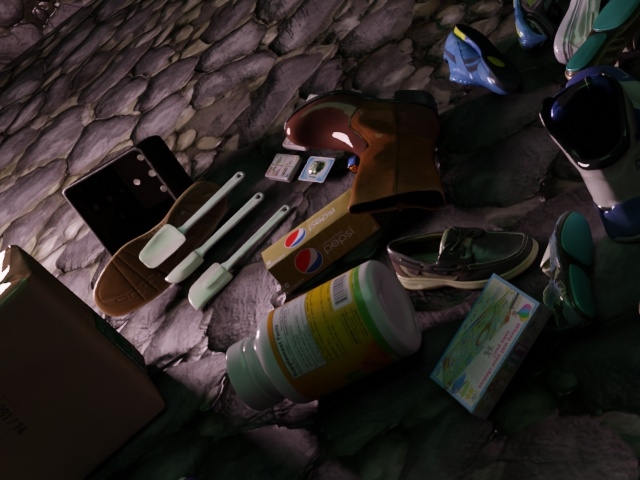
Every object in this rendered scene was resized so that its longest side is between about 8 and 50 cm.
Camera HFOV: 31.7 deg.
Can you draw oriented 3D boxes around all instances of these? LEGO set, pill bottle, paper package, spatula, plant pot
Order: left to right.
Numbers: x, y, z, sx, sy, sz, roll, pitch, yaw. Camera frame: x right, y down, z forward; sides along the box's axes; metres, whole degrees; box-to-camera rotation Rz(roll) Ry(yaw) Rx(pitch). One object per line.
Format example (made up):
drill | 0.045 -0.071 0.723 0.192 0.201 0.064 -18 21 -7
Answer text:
paper package | -0.459 0.219 1.726 0.309 0.325 0.168 -41 30 0
plant pot | -0.346 -0.095 2.167 0.188 0.187 0.167 -28 20 20
spatula | -0.181 -0.011 1.949 0.168 0.019 0.242 37 76 30
pill bottle | 0.000 0.137 1.516 0.246 0.136 0.136 -28 33 20
LEGO set | 0.023 -0.172 2.002 0.244 0.060 0.182 11 69 54

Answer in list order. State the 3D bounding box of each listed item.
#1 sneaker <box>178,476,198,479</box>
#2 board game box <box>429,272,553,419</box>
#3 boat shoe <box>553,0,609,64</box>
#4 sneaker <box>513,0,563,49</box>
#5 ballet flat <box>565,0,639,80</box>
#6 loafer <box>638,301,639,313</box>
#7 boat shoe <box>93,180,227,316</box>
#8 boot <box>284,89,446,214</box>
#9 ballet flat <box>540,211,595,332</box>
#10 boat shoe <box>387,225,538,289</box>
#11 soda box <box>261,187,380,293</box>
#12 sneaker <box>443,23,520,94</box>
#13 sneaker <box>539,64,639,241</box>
sneaker | -0.143 0.371 1.461 0.071 0.068 0.170 -26 39 -6
board game box | 0.205 0.127 1.367 0.154 0.026 0.103 -59 30 5
boat shoe | 0.435 -0.365 1.762 0.076 0.083 0.226 5 63 36
sneaker | 0.361 -0.375 1.868 0.078 0.067 0.188 -7 37 11
ballet flat | 0.429 -0.291 1.667 0.073 0.067 0.206 12 55 52
loafer | 0.390 0.052 1.295 0.045 0.039 0.125 -15 39 37
boat shoe | -0.281 0.023 2.021 0.302 0.109 0.098 -48 -8 -13
boot | 0.063 -0.124 1.784 0.264 0.096 0.280 0 41 4
ballet flat | 0.299 0.039 1.392 0.070 0.070 0.188 -22 32 28
boat shoe | 0.185 0.018 1.528 0.223 0.073 0.080 -10 42 41
soda box | 0.000 0.000 1.765 0.181 0.061 0.058 -36 30 6
sneaker | 0.261 -0.278 1.852 0.082 0.069 0.209 -64 31 26
sneaker | 0.368 -0.163 1.457 0.127 0.182 0.315 -25 34 21
